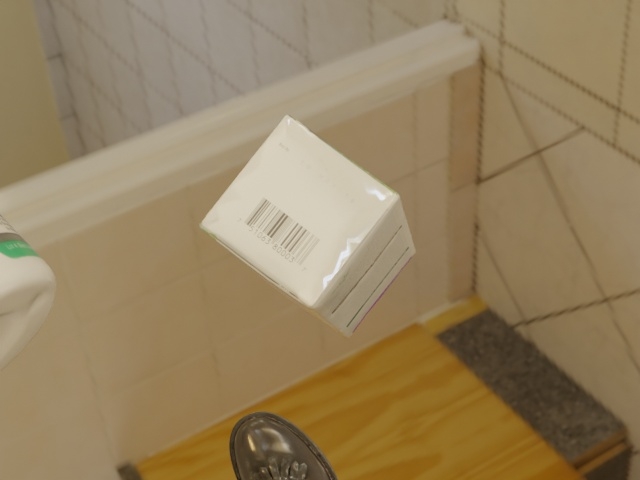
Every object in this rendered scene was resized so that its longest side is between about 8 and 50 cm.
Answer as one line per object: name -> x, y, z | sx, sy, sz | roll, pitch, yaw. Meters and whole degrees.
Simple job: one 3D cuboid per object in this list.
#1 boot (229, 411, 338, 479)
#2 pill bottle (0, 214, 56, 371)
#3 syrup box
boot -> -0.027, 0.253, 1.113 | 0.263, 0.091, 0.229 | 58, 180, 22
pill bottle -> -0.420, -0.024, 1.061 | 0.361, 0.204, 0.204 | 45, 153, 10
syrup box -> 0.000, 0.000, 0.874 | 0.093, 0.096, 0.237 | 37, 176, 11
